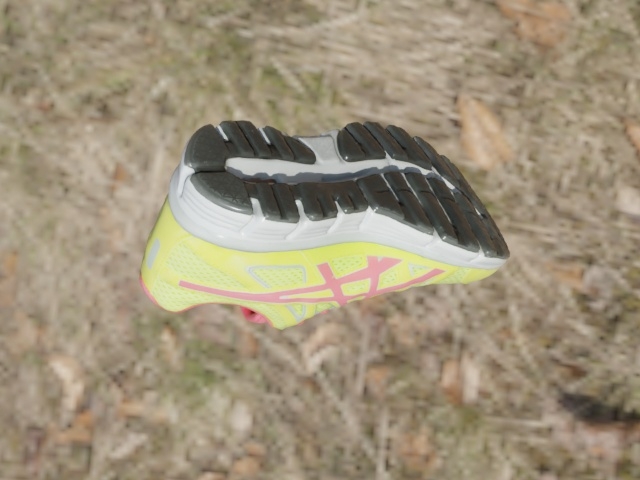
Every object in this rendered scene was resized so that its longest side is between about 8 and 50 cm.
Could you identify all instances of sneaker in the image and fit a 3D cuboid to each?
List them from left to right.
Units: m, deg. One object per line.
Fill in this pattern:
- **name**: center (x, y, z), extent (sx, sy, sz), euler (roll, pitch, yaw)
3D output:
- **sneaker**: center (0.000, 0.000, 0.867), extent (0.094, 0.208, 0.081), euler (-53, 48, 30)
